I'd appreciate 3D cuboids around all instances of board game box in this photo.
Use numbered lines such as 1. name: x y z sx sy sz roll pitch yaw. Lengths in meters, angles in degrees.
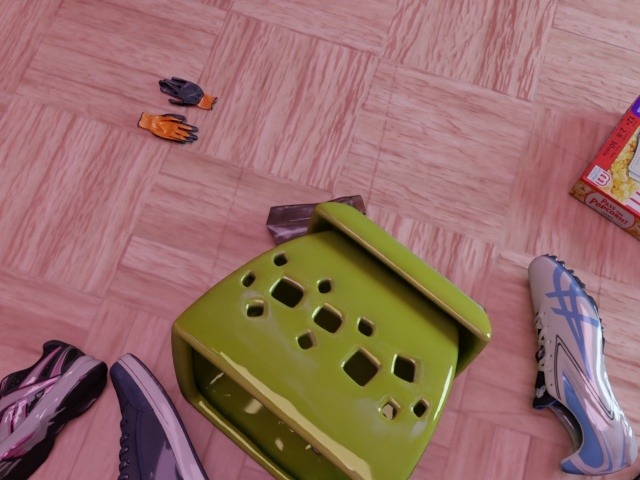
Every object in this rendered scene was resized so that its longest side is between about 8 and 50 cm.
1. board game box: 0.414 -0.060 0.930 0.193 0.045 0.147 36 70 10

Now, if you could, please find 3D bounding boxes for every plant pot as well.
1. plant pot: 0.015 0.112 0.743 0.228 0.227 0.207 39 65 11

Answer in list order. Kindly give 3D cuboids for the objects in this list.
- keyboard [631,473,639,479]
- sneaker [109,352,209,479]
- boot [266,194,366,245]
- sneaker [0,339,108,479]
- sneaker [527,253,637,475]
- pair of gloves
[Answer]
1. keyboard: 0.369 0.304 0.792 0.317 0.033 0.201 -33 81 -16
2. sneaker: -0.194 0.229 0.743 0.163 0.086 0.226 -24 70 -18
3. boot: 0.000 0.000 0.880 0.114 0.037 0.106 -9 56 -11
4. sneaker: -0.295 0.174 0.783 0.077 0.072 0.178 32 61 21
5. sneaker: 0.254 0.124 0.828 0.086 0.085 0.237 -11 66 -1
6. pair of gloves: -0.170 -0.155 0.944 0.074 0.010 0.083 21 68 4
